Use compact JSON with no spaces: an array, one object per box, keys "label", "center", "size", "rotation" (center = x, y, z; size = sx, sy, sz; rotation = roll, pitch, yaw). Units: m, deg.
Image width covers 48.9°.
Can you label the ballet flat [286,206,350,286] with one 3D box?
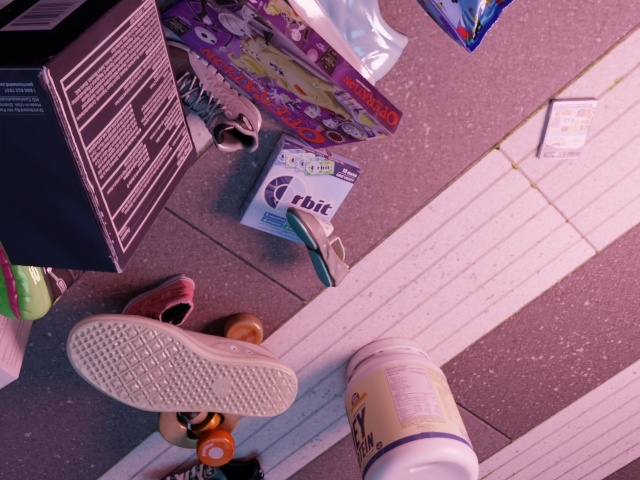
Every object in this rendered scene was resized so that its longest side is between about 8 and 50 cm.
[{"label":"ballet flat","center":[0.000,0.000,1.302],"size":[0.068,0.072,0.213],"rotation":[-41,133,-17]}]

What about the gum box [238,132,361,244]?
[{"label":"gum box","center":[-0.040,-0.087,1.283],"size":[0.157,0.041,0.184],"rotation":[19,122,-24]}]

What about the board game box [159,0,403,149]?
[{"label":"board game box","center":[-0.060,-0.262,1.063],"size":[0.347,0.208,0.056],"rotation":[36,74,-31]}]

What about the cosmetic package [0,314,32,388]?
[{"label":"cosmetic package","center":[-0.689,0.104,1.206],"size":[0.155,0.197,0.365],"rotation":[-31,125,13]}]

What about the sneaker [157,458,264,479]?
[{"label":"sneaker","center":[-0.287,0.585,1.710],"size":[0.302,0.108,0.121],"rotation":[-5,127,-18]}]

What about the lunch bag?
[{"label":"lunch bag","center":[0.116,-0.422,0.947],"size":[0.293,0.221,0.138],"rotation":[29,116,-28]}]

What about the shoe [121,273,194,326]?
[{"label":"shoe","center":[-0.321,0.140,1.375],"size":[0.178,0.081,0.063],"rotation":[-32,126,13]}]

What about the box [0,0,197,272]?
[{"label":"box","center":[-0.325,-0.161,0.949],"size":[0.183,0.296,0.294],"rotation":[2,129,14]}]

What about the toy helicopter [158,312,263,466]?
[{"label":"toy helicopter","center":[-0.242,0.298,1.507],"size":[0.235,0.140,0.355],"rotation":[25,108,-16]}]

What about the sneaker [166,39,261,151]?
[{"label":"sneaker","center":[-0.179,-0.217,1.101],"size":[0.229,0.132,0.086],"rotation":[32,115,-30]}]

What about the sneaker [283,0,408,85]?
[{"label":"sneaker","center":[0.004,-0.384,1.026],"size":[0.150,0.135,0.366],"rotation":[-43,132,2]}]

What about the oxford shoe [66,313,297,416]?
[{"label":"oxford shoe","center":[-0.260,0.238,1.347],"size":[0.449,0.130,0.169],"rotation":[17,100,-25]}]

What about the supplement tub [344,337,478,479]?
[{"label":"supplement tub","center":[0.181,0.393,1.510],"size":[0.235,0.325,0.235],"rotation":[-6,127,-7]}]

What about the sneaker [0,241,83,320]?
[{"label":"sneaker","center":[-0.473,-0.117,1.113],"size":[0.185,0.202,0.482],"rotation":[12,113,19]}]

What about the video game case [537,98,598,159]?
[{"label":"video game case","center":[0.460,-0.206,1.310],"size":[0.087,0.011,0.122],"rotation":[-3,127,-8]}]
